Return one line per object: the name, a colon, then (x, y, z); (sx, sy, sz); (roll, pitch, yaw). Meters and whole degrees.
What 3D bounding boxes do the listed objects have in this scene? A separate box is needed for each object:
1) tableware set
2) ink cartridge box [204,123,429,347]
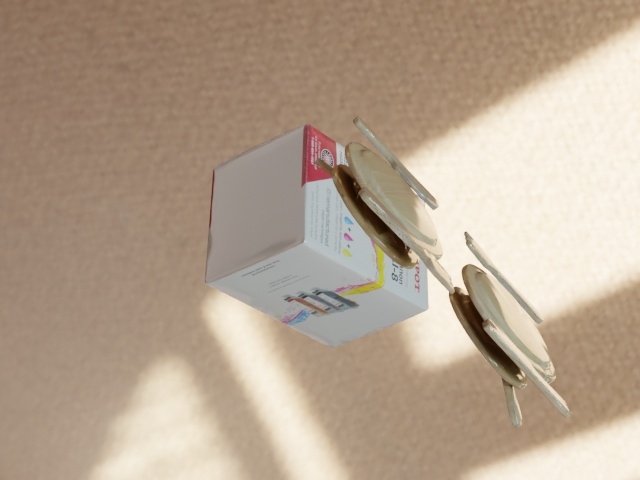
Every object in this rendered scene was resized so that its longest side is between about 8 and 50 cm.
tableware set: (0.069, 0.021, 0.912); (0.039, 0.128, 0.194); (-39, 109, 16)
ink cartridge box: (0.000, 0.000, 1.424); (0.127, 0.128, 0.176); (-23, 143, 35)
